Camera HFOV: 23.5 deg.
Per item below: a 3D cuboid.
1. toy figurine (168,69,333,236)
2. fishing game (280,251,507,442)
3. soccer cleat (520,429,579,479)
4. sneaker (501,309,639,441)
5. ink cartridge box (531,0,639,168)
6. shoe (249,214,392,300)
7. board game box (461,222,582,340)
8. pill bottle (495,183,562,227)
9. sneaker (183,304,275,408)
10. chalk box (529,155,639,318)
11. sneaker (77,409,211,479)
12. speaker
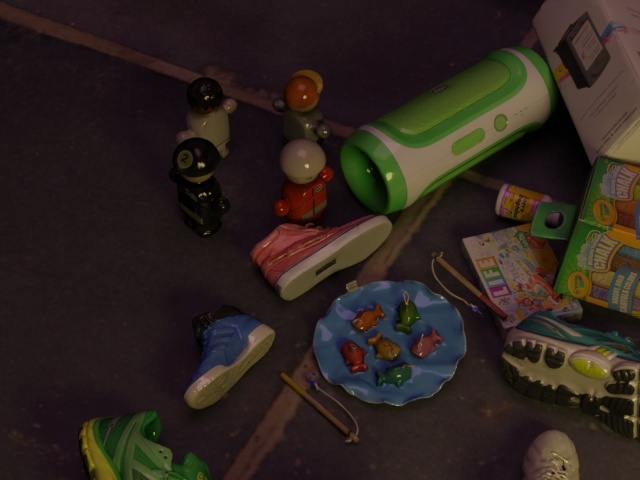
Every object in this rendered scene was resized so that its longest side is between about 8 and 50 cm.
[{"bbox_3d":[-0.089,-0.120,2.003,0.213,0.148,0.209,0,48,3],"label":"toy figurine"},{"bbox_3d":[0.082,0.113,1.848,0.264,0.041,0.189,-34,54,-18],"label":"fishing game"},{"bbox_3d":[0.245,0.274,1.675,0.068,0.076,0.196,22,46,8],"label":"soccer cleat"},{"bbox_3d":[0.349,0.150,1.783,0.275,0.107,0.110,22,39,17],"label":"sneaker"},{"bbox_3d":[0.433,-0.205,2.019,0.226,0.131,0.306,16,39,-28],"label":"ink cartridge box"},{"bbox_3d":[0.000,0.000,1.948,0.178,0.063,0.081,-31,59,-18],"label":"shoe"},{"bbox_3d":[0.250,0.049,1.921,0.103,0.026,0.154,-13,49,-10],"label":"board game box"},{"bbox_3d":[0.271,-0.043,1.992,0.083,0.043,0.043,17,51,17],"label":"pill bottle"},{"bbox_3d":[-0.132,0.134,1.834,0.084,0.058,0.152,32,52,20],"label":"sneaker"},{"bbox_3d":[0.364,-0.005,1.871,0.213,0.132,0.132,18,46,6],"label":"chalk box"},{"bbox_3d":[-0.168,0.289,1.663,0.123,0.109,0.295,-24,51,-13],"label":"sneaker"},{"bbox_3d":[0.173,-0.149,2.037,0.296,0.131,0.131,-31,54,-24],"label":"speaker"}]
